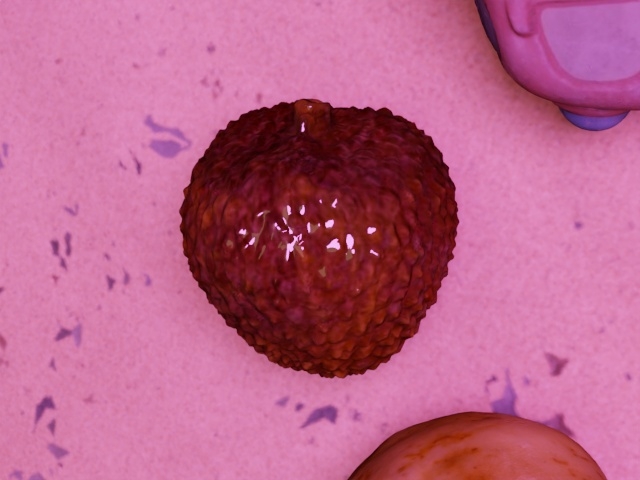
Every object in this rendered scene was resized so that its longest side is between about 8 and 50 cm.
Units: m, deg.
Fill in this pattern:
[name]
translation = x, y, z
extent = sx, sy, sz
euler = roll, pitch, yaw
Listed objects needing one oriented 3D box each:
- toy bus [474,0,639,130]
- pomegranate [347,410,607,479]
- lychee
[toy bus]
translation = 0.209, -0.177, 0.583
extent = 0.294, 0.197, 0.231
euler = -2, 118, 14
[pomegranate]
translation = 0.109, 0.216, 0.645
extent = 0.215, 0.215, 0.215
euler = 1, 95, 17
[lychee]
translation = 0.001, -0.007, 0.675
extent = 0.195, 0.194, 0.194
euler = 1, 95, 17
